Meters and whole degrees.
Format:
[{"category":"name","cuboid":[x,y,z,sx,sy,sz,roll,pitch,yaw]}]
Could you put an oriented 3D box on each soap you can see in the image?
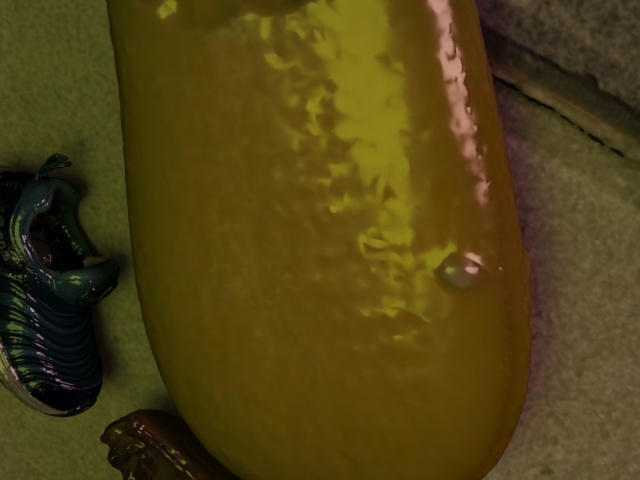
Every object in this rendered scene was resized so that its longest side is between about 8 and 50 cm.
[{"category":"soap","cuboid":[0.001,-0.002,1.360,0.306,0.115,0.427,1,109,20]}]

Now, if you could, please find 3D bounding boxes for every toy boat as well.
[{"category":"toy boat","cuboid":[-0.077,0.277,1.494,0.089,0.121,0.321,-25,97,35]}]

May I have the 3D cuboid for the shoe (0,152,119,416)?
[{"category":"shoe","cuboid":[-0.209,0.037,1.480,0.106,0.091,0.207,-6,102,32]}]
